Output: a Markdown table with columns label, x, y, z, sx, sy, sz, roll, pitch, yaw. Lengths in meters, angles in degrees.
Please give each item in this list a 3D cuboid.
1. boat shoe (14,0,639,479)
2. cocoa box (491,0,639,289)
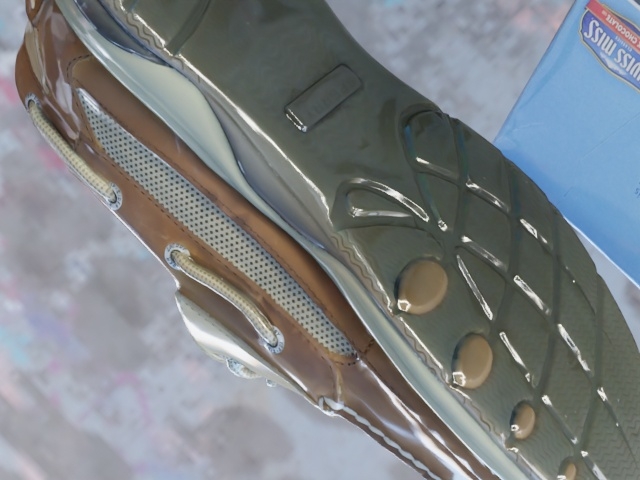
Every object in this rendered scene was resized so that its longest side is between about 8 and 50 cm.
| label | x | y | z | sx | sy | sz | roll | pitch | yaw |
| --- | --- | --- | --- | --- | --- | --- | --- | --- | --- |
| boat shoe | 0.000 | 0.000 | 0.784 | 0.324 | 0.122 | 0.120 | 49 | 133 | 7 |
| cocoa box | 0.315 | -0.037 | 1.063 | 0.347 | 0.231 | 0.228 | 46 | 120 | 33 |
